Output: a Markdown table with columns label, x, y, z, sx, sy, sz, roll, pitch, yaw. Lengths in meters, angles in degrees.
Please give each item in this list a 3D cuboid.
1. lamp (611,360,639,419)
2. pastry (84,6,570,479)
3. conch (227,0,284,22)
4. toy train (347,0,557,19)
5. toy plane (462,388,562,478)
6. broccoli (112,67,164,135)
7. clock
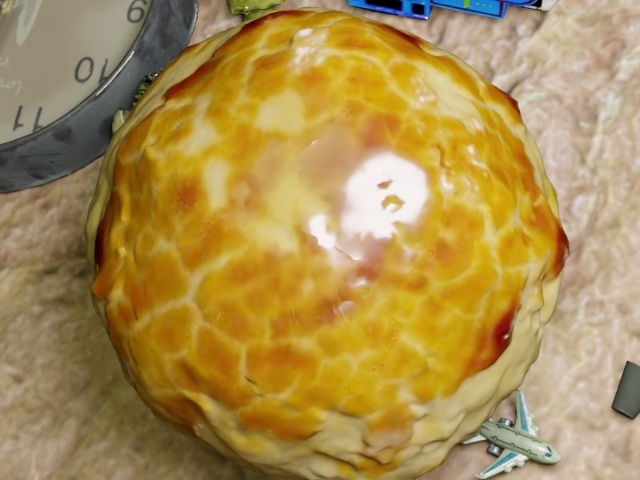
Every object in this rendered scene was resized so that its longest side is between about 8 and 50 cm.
| label | x | y | z | sx | sy | sz | roll | pitch | yaw |
| --- | --- | --- | --- | --- | --- | --- | --- | --- | --- |
| lamp | 0.283 | 0.146 | 1.230 | 0.121 | 0.041 | 0.054 | 28 | 86 | 27 |
| pastry | 0.000 | 0.000 | 1.210 | 0.389 | 0.312 | 0.388 | -4 | 69 | 10 |
| conch | -0.066 | -0.259 | 1.477 | 0.089 | 0.074 | 0.121 | 10 | 110 | 36 |
| toy train | 0.123 | -0.255 | 1.398 | 0.204 | 0.131 | 0.082 | 13 | 66 | 9 |
| toy plane | 0.156 | 0.162 | 1.260 | 0.083 | 0.033 | 0.080 | 22 | 75 | 16 |
| broccoli | -0.140 | -0.054 | 1.411 | 0.122 | 0.118 | 0.204 | 17 | 89 | -9 |
| clock | -0.312 | -0.234 | 1.537 | 0.386 | 0.076 | 0.386 | -6 | 66 | 14 |
